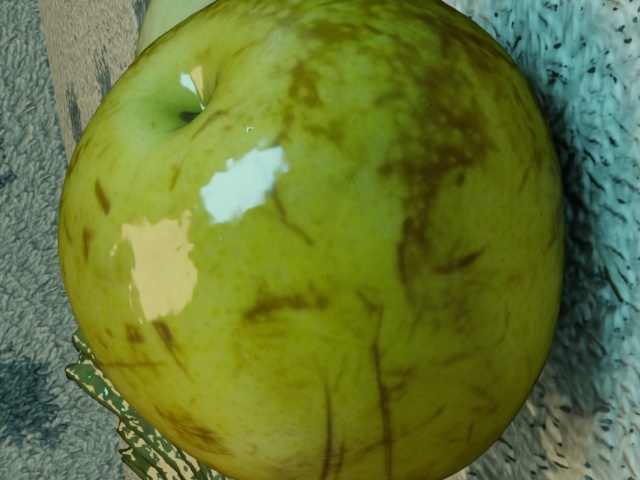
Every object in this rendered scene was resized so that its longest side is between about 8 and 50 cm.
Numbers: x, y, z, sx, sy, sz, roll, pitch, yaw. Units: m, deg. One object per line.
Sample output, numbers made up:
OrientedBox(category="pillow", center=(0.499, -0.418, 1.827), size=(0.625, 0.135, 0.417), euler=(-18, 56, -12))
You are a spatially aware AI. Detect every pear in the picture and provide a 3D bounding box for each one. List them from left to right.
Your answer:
OrientedBox(category="pear", center=(0.000, 0.000, 0.776), size=(0.280, 0.280, 0.281), euler=(170, 90, -75))

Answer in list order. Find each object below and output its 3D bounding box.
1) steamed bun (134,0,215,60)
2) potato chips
OrientedBox(category="steamed bun", center=(-0.064, -0.093, 1.124), size=(0.232, 0.166, 0.273), euler=(165, 95, -73))
OrientedBox(category="potato chips", center=(-0.132, 0.257, 1.484), size=(0.389, 0.097, 0.373), euler=(42, 152, 48))
